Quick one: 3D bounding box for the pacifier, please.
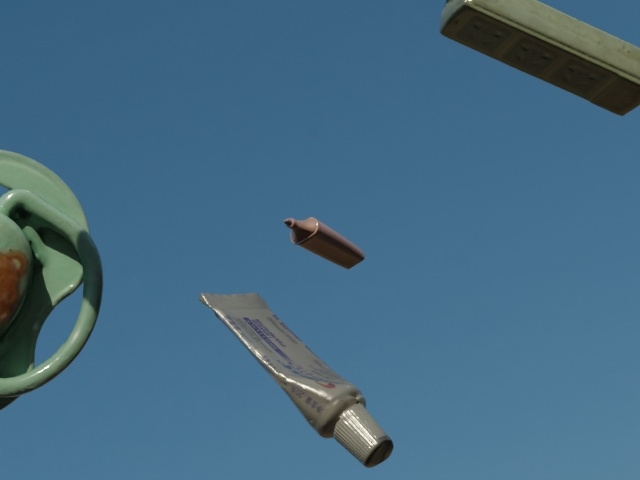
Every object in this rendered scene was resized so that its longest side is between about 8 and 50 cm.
[{"bbox_3d":[-0.414,0.067,1.809,0.288,0.343,0.269,29,-10,-2],"label":"pacifier"}]

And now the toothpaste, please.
[{"bbox_3d":[-0.020,0.150,1.682,0.068,0.282,0.099,-41,-29,-6],"label":"toothpaste"}]

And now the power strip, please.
[{"bbox_3d":[0.251,-0.215,1.624,0.272,0.052,0.078,22,-27,-13],"label":"power strip"}]

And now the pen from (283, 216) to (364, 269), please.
[{"bbox_3d":[0.000,0.000,2.292,0.053,0.032,0.197,-32,-33,20],"label":"pen"}]
